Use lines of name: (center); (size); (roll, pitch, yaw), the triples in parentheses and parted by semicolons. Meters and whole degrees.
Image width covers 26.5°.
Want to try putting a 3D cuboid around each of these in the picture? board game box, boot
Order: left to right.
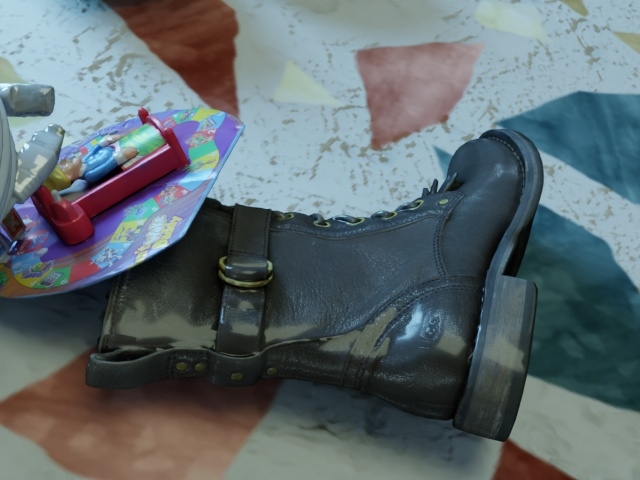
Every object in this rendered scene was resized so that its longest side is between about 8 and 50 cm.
board game box: (-0.118, -0.036, 0.717); (0.133, 0.033, 0.168); (-8, 35, 25)
boot: (0.000, 0.000, 0.745); (0.229, 0.091, 0.263); (11, 34, 1)

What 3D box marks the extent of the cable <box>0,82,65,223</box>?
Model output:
cable: (-0.274, -0.035, 0.631); (0.257, 0.089, 0.257); (11, 47, 10)
